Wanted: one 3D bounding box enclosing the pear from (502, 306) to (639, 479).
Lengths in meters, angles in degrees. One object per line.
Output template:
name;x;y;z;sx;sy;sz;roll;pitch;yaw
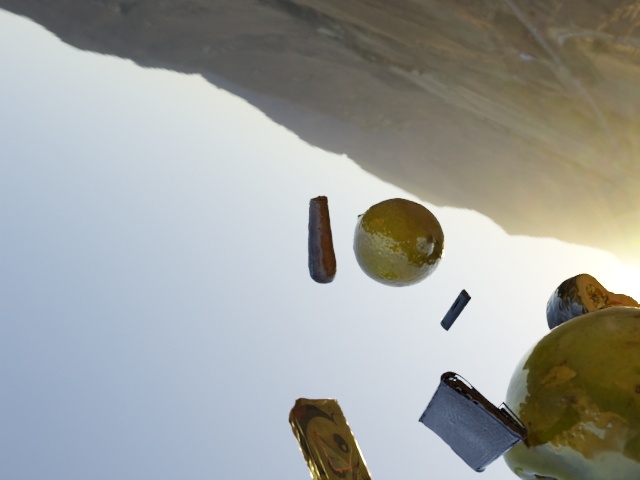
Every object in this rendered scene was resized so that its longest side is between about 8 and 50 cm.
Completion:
pear;0.527;0.312;1.128;0.418;0.362;0.362;-35;-130;-25

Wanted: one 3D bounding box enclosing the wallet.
wallet;0.220;0.274;0.929;0.133;0.039;0.243;38;158;20

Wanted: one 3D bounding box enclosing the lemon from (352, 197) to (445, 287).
lemon;0.198;0.008;1.573;0.228;0.228;0.253;20;-174;-25

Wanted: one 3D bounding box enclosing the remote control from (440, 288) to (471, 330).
remote control;0.263;0.137;1.224;0.016;0.091;0.034;11;-150;-31

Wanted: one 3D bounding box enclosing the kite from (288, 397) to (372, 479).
kite;0.037;0.543;1.618;0.327;0.013;0.377;46;-161;-7

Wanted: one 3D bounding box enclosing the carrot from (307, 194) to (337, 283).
carrot;0.000;0.000;1.134;0.055;0.162;0.055;-5;-166;1

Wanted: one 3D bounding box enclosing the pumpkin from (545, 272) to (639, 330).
pumpkin;0.722;0.227;1.596;0.317;0.139;0.222;28;-130;-24
